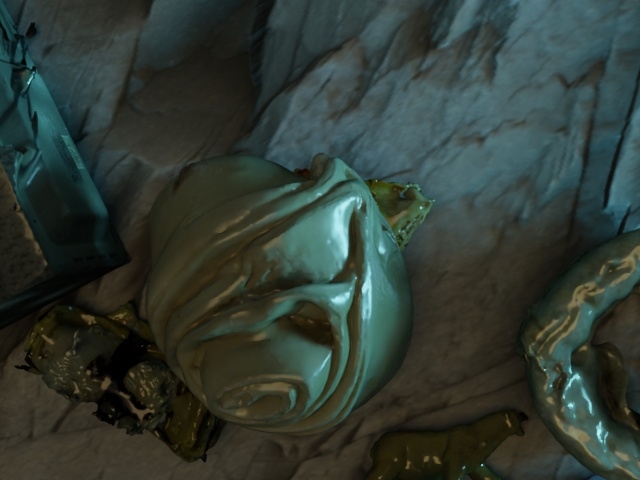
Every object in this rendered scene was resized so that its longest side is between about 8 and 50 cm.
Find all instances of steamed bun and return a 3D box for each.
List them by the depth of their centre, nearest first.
[{"bbox_3d":[-0.052,0.074,0.975,0.310,0.219,0.324,-3,111,8],"label":"steamed bun"}]

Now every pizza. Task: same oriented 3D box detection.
[{"bbox_3d":[0.000,0.000,1.099,0.297,0.071,0.189,-4,91,9],"label":"pizza"}]

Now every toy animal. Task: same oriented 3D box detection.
[{"bbox_3d":[0.156,0.273,1.084,0.219,0.103,0.101,-11,67,14],"label":"toy animal"}]

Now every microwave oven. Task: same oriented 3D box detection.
[{"bbox_3d":[-0.495,-0.094,1.094,0.374,0.236,0.432,-28,88,8],"label":"microwave oven"}]

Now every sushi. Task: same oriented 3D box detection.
[{"bbox_3d":[-0.250,0.170,1.120,0.291,0.131,0.139,27,99,15],"label":"sushi"}]

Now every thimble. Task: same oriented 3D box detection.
[{"bbox_3d":[0.368,0.128,0.982,0.292,0.195,0.291,0,89,13],"label":"thimble"}]

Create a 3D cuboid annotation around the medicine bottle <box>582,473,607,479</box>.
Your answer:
[{"bbox_3d":[0.388,0.408,1.010,0.152,0.152,0.254,-8,89,10],"label":"medicine bottle"}]
